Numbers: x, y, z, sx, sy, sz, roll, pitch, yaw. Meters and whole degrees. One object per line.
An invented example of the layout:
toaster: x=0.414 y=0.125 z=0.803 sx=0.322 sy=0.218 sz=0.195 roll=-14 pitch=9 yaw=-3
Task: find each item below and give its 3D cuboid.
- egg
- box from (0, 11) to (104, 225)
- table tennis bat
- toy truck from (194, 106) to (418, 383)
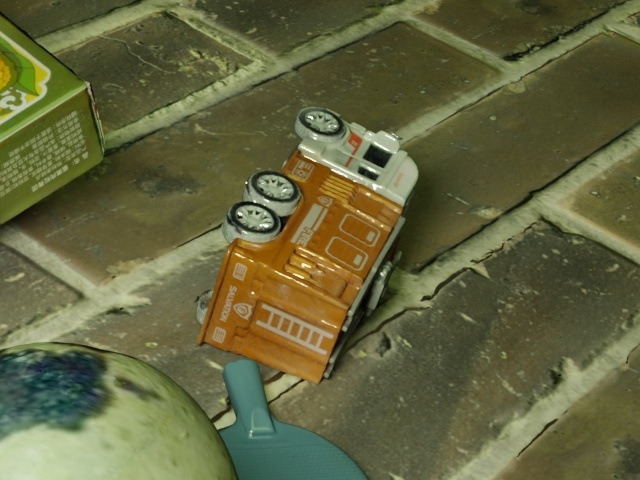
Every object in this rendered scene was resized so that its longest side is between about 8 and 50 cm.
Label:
egg: x=-0.247 y=0.273 z=1.433 sx=0.345 sy=0.345 sz=0.428 roll=21 pitch=30 yaw=12
box: x=-0.535 y=-0.136 z=2.027 sx=0.420 sy=0.138 sz=0.373 roll=-35 pitch=55 yaw=-23
table tennis bat: x=-0.053 y=0.253 z=1.811 sx=0.215 sy=0.044 sz=0.329 roll=-1 pitch=38 yaw=-18
toy truck: x=0.000 y=0.000 z=2.093 sx=0.206 sy=0.173 sz=0.387 roll=24 pitch=37 yaw=6
